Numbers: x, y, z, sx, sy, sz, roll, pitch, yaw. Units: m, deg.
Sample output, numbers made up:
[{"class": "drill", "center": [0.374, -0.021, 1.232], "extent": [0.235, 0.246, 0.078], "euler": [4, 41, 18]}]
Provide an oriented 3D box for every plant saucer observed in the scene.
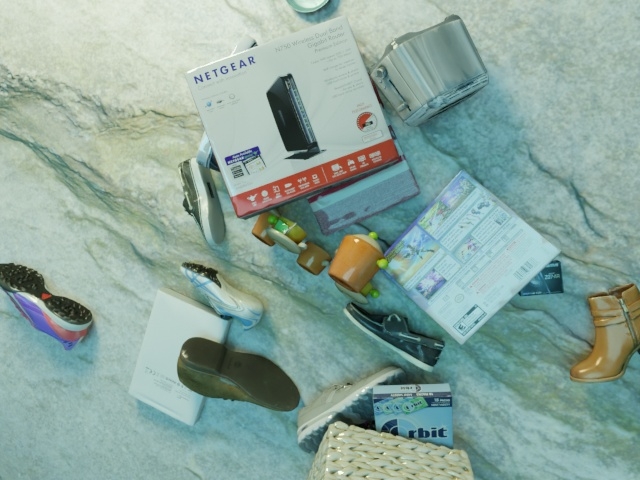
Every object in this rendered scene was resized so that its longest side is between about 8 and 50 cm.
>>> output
[{"class": "plant saucer", "center": [-0.024, -0.553, 0.906], "extent": [0.120, 0.021, 0.119], "euler": [2, 97, 13]}]

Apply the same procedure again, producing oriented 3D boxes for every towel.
[{"class": "towel", "center": [0.048, -0.202, 0.922], "extent": [0.237, 0.037, 0.328], "euler": [-23, 90, 15]}]

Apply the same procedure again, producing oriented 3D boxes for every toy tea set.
[{"class": "toy tea set", "center": [0.000, 0.000, 0.895], "extent": [0.336, 0.200, 0.124], "euler": [32, 78, 9]}]

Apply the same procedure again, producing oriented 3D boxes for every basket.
[{"class": "basket", "center": [0.119, 0.589, 0.812], "extent": [0.329, 0.266, 0.330], "euler": [14, 118, -1]}]

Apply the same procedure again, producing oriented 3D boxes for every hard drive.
[{"class": "hard drive", "center": [-0.365, 0.298, 1.074], "extent": [0.203, 0.040, 0.307], "euler": [22, 101, 10]}]

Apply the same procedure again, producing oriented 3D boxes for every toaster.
[{"class": "toaster", "center": [0.217, -0.322, 0.803], "extent": [0.227, 0.129, 0.146], "euler": [-31, 93, -23]}]

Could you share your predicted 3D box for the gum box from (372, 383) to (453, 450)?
[{"class": "gum box", "center": [0.196, 0.389, 0.881], "extent": [0.157, 0.041, 0.184], "euler": [-5, 112, 9]}]

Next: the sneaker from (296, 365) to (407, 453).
[{"class": "sneaker", "center": [0.061, 0.355, 0.949], "extent": [0.282, 0.115, 0.105], "euler": [-29, 120, -2]}]

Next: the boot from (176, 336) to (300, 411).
[{"class": "boot", "center": [-0.199, 0.341, 1.007], "extent": [0.306, 0.112, 0.115], "euler": [25, 120, -3]}]

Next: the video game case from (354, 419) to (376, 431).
[{"class": "video game case", "center": [0.148, 0.493, 0.973], "extent": [0.232, 0.042, 0.210], "euler": [-17, 92, 15]}]

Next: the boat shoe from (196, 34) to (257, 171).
[{"class": "boat shoe", "center": [-0.181, -0.294, 0.932], "extent": [0.102, 0.108, 0.300], "euler": [20, 93, -7]}]

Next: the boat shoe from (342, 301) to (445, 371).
[{"class": "boat shoe", "center": [0.159, 0.195, 0.921], "extent": [0.233, 0.084, 0.079], "euler": [30, 94, 5]}]

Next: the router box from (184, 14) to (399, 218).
[{"class": "router box", "center": [-0.056, -0.237, 0.836], "extent": [0.336, 0.082, 0.300], "euler": [-21, 91, -1]}]

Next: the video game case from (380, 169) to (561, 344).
[{"class": "video game case", "center": [0.293, 0.035, 0.868], "extent": [0.244, 0.061, 0.269], "euler": [44, 104, 10]}]

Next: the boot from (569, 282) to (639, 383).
[{"class": "boot", "center": [0.562, 0.184, 0.827], "extent": [0.197, 0.073, 0.152], "euler": [-26, 91, 3]}]

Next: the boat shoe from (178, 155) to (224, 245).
[{"class": "boat shoe", "center": [-0.287, -0.089, 0.997], "extent": [0.070, 0.078, 0.219], "euler": [-15, 85, 14]}]

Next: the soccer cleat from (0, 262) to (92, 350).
[{"class": "soccer cleat", "center": [-0.769, 0.174, 1.127], "extent": [0.319, 0.108, 0.116], "euler": [31, 106, 6]}]

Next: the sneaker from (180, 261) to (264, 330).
[{"class": "sneaker", "center": [-0.247, 0.131, 1.004], "extent": [0.237, 0.085, 0.086], "euler": [33, 98, 9]}]

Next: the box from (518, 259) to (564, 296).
[{"class": "box", "center": [0.453, 0.079, 0.865], "extent": [0.084, 0.018, 0.067], "euler": [-6, 95, 14]}]
